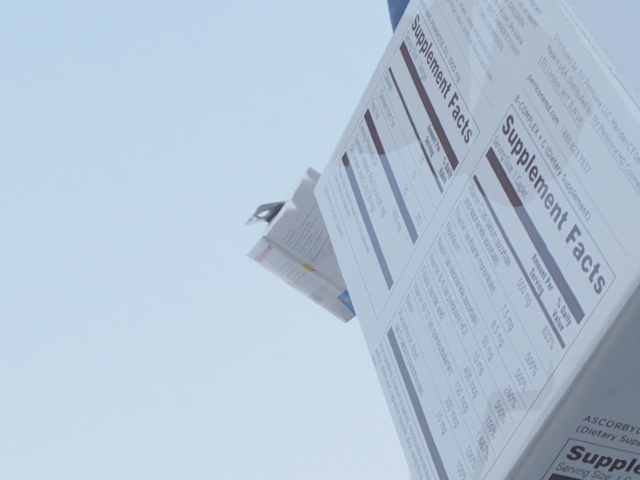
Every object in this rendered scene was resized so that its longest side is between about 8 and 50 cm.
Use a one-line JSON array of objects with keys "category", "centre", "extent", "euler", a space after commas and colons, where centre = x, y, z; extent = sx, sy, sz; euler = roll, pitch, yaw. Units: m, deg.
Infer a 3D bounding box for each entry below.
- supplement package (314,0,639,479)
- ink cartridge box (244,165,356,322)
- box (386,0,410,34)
[{"category": "supplement package", "centre": [0.159, 0.010, 0.519], "extent": [0.262, 0.204, 0.145], "euler": [14, -58, -23]}, {"category": "ink cartridge box", "centre": [0.000, 0.000, 1.466], "extent": [0.143, 0.090, 0.092], "euler": [35, -20, -5]}, {"category": "box", "centre": [0.207, -0.205, 1.123], "extent": [0.312, 0.343, 0.179], "euler": [33, -60, -28]}]
